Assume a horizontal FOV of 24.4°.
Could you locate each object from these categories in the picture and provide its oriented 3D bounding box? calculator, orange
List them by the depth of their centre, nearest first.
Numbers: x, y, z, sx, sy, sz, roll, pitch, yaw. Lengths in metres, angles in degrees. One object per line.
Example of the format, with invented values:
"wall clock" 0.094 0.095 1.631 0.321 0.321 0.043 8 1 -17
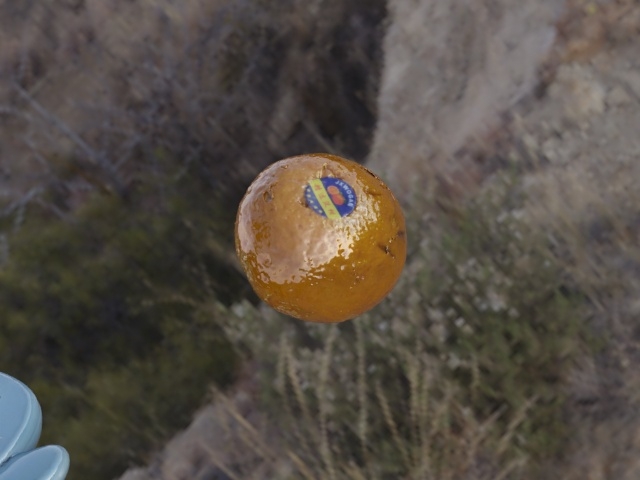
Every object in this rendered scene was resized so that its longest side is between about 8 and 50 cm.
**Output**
"orange" 0.000 0.002 1.137 0.135 0.117 0.135 4 49 -4
"calculator" -0.334 0.170 1.200 0.302 0.042 0.188 14 45 29
